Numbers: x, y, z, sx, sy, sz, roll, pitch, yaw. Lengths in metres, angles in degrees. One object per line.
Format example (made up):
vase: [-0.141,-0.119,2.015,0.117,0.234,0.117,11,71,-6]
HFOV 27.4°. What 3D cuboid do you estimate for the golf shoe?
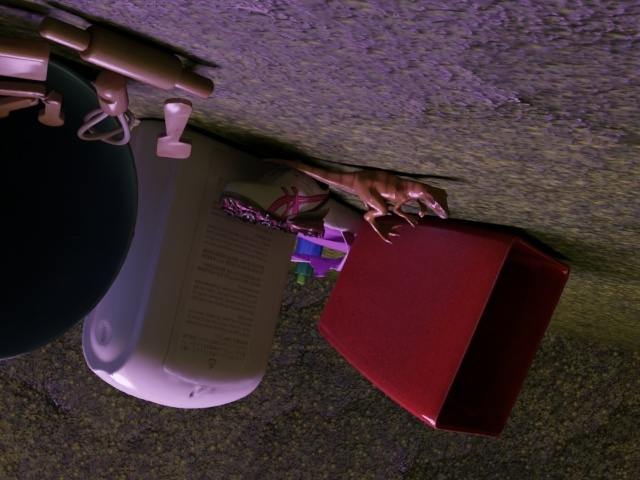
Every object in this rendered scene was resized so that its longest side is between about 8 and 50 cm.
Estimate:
golf shoe: [-0.051,-0.054,1.489,0.067,0.086,0.186,11,179,30]

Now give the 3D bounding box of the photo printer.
photo printer: [-0.145,0.040,1.528,0.107,0.307,0.256,9,174,37]

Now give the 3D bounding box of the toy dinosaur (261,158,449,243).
toy dinosaur: [0.052,-0.059,1.464,0.211,0.064,0.112,11,147,21]

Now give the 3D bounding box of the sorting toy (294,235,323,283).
sorting toy: [-0.164,-0.008,2.069,0.365,0.126,0.127,14,174,-12]

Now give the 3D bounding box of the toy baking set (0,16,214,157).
toy baking set: [-0.191,-0.129,1.128,0.256,0.030,0.197,15,160,-35]

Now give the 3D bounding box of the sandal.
sandal: [-0.014,-0.003,1.877,0.169,0.102,0.416,10,175,24]

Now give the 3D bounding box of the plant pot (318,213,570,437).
plant pot: [0.158,0.099,1.828,0.236,0.267,0.267,23,180,29]

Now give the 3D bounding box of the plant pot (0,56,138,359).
plant pot: [-0.363,-0.053,1.283,0.293,0.293,0.235,17,-178,-38]
